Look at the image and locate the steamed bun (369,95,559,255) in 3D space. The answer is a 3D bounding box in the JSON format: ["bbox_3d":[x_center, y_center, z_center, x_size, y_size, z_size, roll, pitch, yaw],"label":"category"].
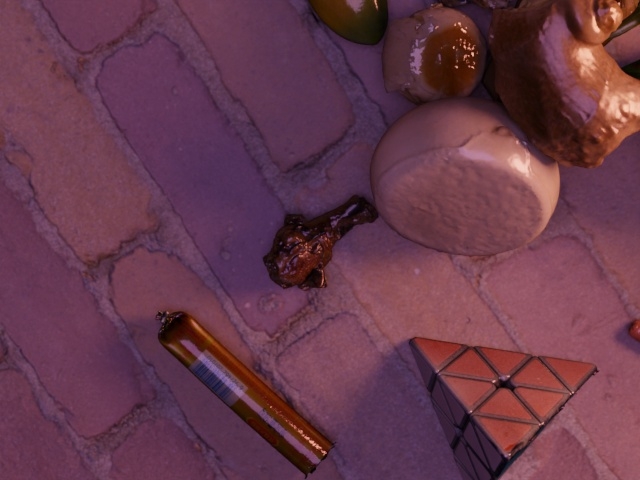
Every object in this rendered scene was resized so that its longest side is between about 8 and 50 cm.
[{"bbox_3d":[0.219,-0.110,1.666,0.283,0.177,0.283,8,145,6],"label":"steamed bun"}]

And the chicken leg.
[{"bbox_3d":[-0.007,-0.004,1.782,0.125,0.080,0.196,35,93,-12],"label":"chicken leg"}]

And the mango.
[{"bbox_3d":[0.030,-0.417,1.696,0.137,0.091,0.237,-3,100,11],"label":"mango"}]

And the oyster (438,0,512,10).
[{"bbox_3d":[0.197,-0.465,1.682,0.223,0.083,0.214,8,98,10],"label":"oyster"}]

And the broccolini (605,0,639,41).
[{"bbox_3d":[0.431,-0.357,1.542,0.272,0.062,0.123,-29,99,18],"label":"broccolini"}]

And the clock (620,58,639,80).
[{"bbox_3d":[0.550,-0.156,1.634,0.106,0.220,0.255,-23,98,6],"label":"clock"}]

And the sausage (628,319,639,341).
[{"bbox_3d":[0.538,0.158,1.782,0.083,0.034,0.034,29,101,0],"label":"sausage"}]

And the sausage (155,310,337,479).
[{"bbox_3d":[-0.135,0.246,1.829,0.371,0.082,0.082,42,100,-3],"label":"sausage"}]

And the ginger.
[{"bbox_3d":[0.349,-0.236,1.522,0.276,0.130,0.221,35,120,2],"label":"ginger"}]

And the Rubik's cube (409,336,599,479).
[{"bbox_3d":[0.285,0.280,1.768,0.229,0.233,0.228,31,58,-36],"label":"Rubik's cube"}]

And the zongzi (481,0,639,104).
[{"bbox_3d":[0.412,-0.308,1.694,0.289,0.123,0.260,3,122,-26],"label":"zongzi"}]

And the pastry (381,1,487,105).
[{"bbox_3d":[0.175,-0.280,1.688,0.166,0.088,0.165,-5,103,-24],"label":"pastry"}]
